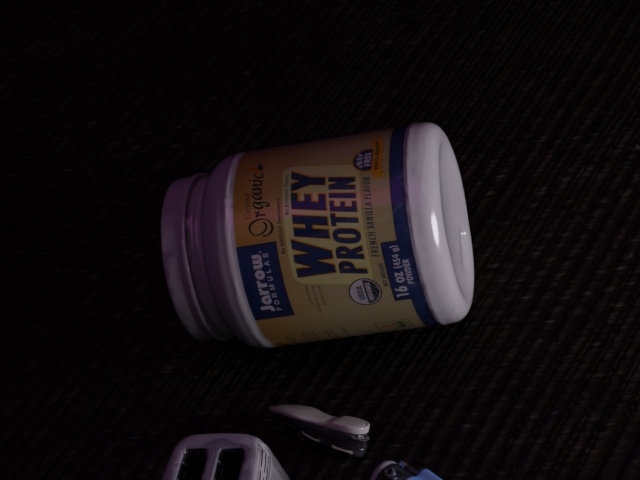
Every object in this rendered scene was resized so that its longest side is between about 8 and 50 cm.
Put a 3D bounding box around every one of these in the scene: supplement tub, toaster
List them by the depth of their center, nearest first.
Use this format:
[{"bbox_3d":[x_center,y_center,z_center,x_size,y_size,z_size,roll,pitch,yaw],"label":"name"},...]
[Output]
[{"bbox_3d":[-0.092,0.293,1.373,0.129,0.146,0.227,-2,48,19],"label":"toaster"},{"bbox_3d":[0.000,0.000,1.554,0.316,0.228,0.228,-9,46,15],"label":"supplement tub"}]

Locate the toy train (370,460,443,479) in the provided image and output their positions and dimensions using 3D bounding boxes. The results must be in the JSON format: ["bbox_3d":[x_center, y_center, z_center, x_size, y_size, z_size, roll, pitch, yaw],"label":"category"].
[{"bbox_3d":[0.117,0.278,1.330,0.080,0.105,0.184,-41,47,-18],"label":"toy train"}]

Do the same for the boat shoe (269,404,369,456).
[{"bbox_3d":[-0.003,0.206,1.496,0.125,0.038,0.046,9,10,28],"label":"boat shoe"}]
